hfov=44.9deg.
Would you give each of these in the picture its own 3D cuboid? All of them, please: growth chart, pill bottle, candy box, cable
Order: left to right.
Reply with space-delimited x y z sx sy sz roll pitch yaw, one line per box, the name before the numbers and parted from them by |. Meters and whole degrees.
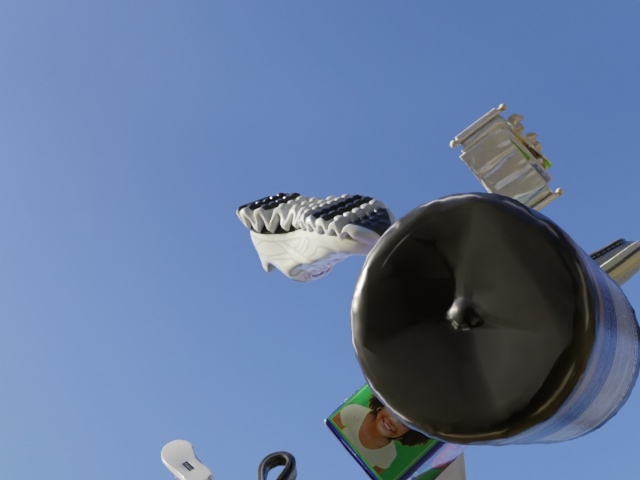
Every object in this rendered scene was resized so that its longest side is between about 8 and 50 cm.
cable | -0.078 0.437 1.212 0.139 0.287 0.072 -16 -75 -6
candy box | 0.179 0.173 0.975 0.317 0.122 0.268 -44 -22 -4
growth chart | 0.372 -0.150 1.530 0.172 0.237 0.021 -28 -16 -11
pill bottle | 0.117 0.057 0.453 0.123 0.123 0.219 -26 -24 22

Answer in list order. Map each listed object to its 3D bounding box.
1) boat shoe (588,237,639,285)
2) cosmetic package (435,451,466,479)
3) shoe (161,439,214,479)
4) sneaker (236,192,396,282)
boat shoe | 0.342 0.102 1.408 0.500 0.156 0.187 -27 -19 16
cosmetic package | 0.169 0.413 1.313 0.138 0.224 0.224 -2 -22 1
shoe | -0.245 0.448 1.465 0.063 0.178 0.081 -24 -66 -26
sneaker | 0.000 0.000 1.069 0.110 0.292 0.118 -20 -74 -34
